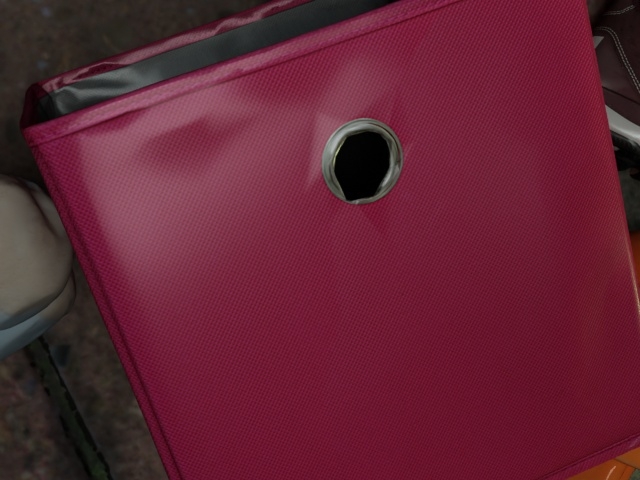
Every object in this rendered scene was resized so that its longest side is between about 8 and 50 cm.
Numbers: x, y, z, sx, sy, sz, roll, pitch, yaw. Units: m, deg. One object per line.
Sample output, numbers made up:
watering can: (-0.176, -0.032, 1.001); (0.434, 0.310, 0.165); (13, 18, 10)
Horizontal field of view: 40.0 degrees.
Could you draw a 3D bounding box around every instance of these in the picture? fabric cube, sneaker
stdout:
fabric cube: (0.000, 0.000, 0.504); (0.254, 0.259, 0.258); (-21, 109, -11)
sneaker: (0.314, -0.095, 0.618); (0.281, 0.106, 0.163); (28, 86, 5)

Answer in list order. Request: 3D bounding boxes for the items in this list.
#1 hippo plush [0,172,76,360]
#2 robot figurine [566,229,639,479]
hippo plush: (-0.287, -0.007, 0.472); (0.234, 0.294, 0.237); (-34, 86, -31)
robot figurine: (0.239, 0.086, 0.664); (0.158, 0.128, 0.220); (25, 96, -20)
